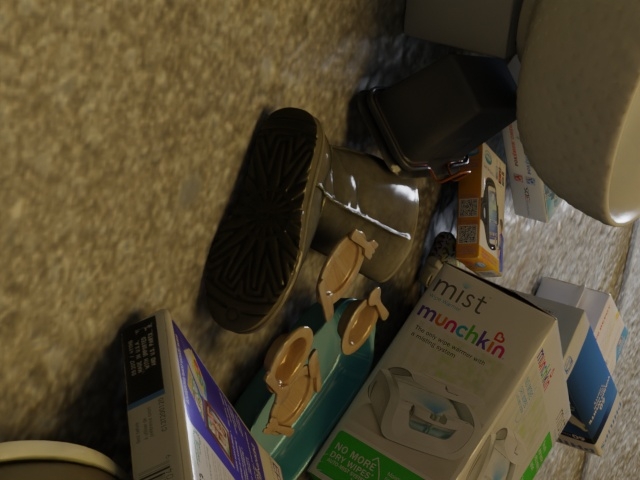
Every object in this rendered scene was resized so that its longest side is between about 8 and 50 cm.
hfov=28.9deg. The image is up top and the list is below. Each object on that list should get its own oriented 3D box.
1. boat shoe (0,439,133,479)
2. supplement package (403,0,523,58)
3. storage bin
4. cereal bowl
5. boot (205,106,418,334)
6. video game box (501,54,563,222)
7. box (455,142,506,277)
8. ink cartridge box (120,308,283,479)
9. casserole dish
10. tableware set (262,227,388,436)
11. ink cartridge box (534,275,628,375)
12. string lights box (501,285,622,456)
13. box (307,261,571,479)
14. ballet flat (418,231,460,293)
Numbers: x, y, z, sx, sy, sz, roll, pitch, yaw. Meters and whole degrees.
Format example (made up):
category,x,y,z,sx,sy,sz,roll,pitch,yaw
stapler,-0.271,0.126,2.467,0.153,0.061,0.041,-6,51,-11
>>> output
category,x,y,z,sx,sy,sz,roll,pitch,yaw
boat shoe,-0.150,0.202,0.778,0.109,0.091,0.305,-32,150,10
supplement package,0.165,-0.237,1.102,0.179,0.105,0.105,-27,130,-50
storage bin,0.113,-0.106,1.054,0.135,0.091,0.098,-9,72,-56
cereal bowl,0.261,-0.187,1.023,0.339,0.141,0.339,-44,151,-33
boot,0.002,0.002,0.999,0.190,0.076,0.208,-68,156,-6
video game box,0.258,-0.154,1.310,0.205,0.048,0.187,-52,141,-31
box,0.161,-0.038,1.237,0.081,0.028,0.136,31,62,-61
ink cartridge box,-0.066,0.185,0.845,0.206,0.045,0.208,-107,170,-49
casserole dish,-0.018,0.126,1.040,0.188,0.037,0.114,-53,145,-27
tableware set,0.002,0.076,0.961,0.169,0.020,0.141,-54,156,-18
ink cartridge box,0.309,0.113,1.523,0.092,0.090,0.143,-64,147,-16
string lights box,0.247,0.146,1.393,0.077,0.133,0.260,-63,148,-19
box,0.123,0.186,1.171,0.231,0.126,0.262,-54,153,-16
ballet flat,0.116,0.048,1.228,0.041,0.041,0.114,-33,130,-48
